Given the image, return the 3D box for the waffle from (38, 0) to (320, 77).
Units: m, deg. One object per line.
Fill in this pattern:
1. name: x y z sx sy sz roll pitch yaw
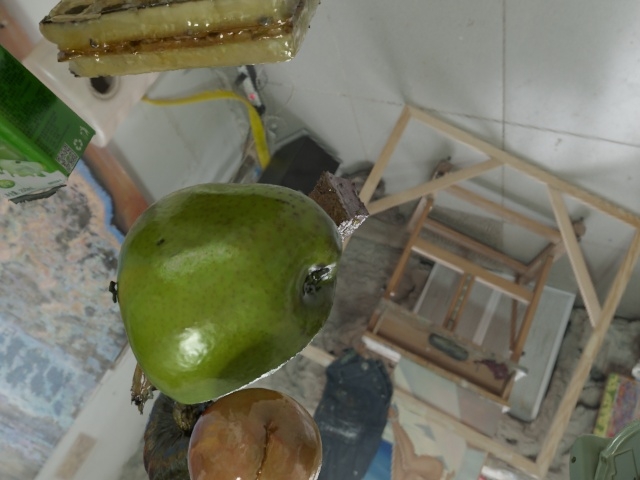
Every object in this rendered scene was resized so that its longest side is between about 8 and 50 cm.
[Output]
1. waffle: -0.187 -0.352 0.900 0.376 0.261 0.114 2 137 18

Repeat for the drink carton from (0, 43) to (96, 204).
1. drink carton: -0.463 -0.179 0.856 0.161 0.108 0.271 -10 142 30

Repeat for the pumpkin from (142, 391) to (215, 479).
1. pumpkin: -0.274 0.441 1.332 0.325 0.232 0.242 11 146 49

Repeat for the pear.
1. pear: -0.121 0.038 0.947 0.318 0.343 0.238 -15 135 16

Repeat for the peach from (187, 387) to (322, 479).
1. peach: -0.086 0.280 0.819 0.184 0.184 0.184 23 154 12

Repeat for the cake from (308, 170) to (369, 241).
1. cake: 0.000 0.000 1.358 0.113 0.116 0.295 49 123 29

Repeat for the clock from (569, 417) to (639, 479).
1. clock: 0.518 0.382 0.924 0.108 0.265 0.324 24 137 -11

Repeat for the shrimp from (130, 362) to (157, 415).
1. shrimp: -0.324 0.261 1.231 0.099 0.180 0.041 17 -171 -39
